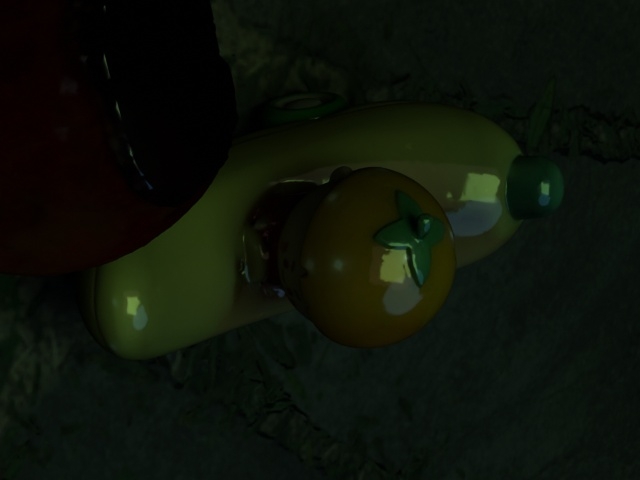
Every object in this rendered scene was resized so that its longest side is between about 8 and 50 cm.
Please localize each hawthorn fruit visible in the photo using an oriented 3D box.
[{"bbox_3d":[-0.169,-0.067,1.058,0.251,0.189,0.189,-21,120,7],"label":"hawthorn fruit"}]

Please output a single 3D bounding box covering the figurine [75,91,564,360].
[{"bbox_3d":[0.000,0.000,1.197,0.325,0.222,0.124,-21,115,-38],"label":"figurine"}]
